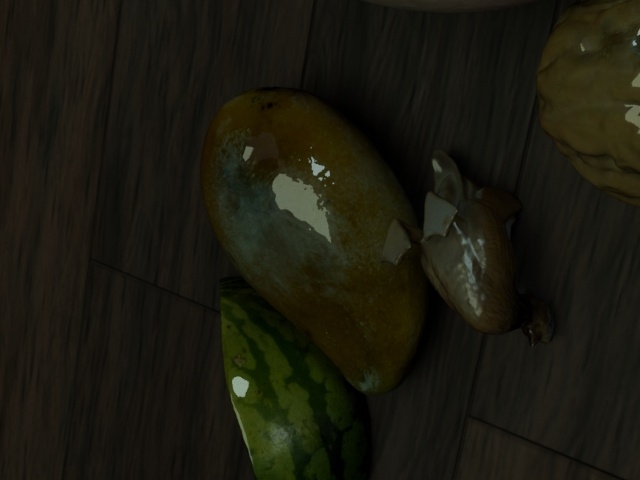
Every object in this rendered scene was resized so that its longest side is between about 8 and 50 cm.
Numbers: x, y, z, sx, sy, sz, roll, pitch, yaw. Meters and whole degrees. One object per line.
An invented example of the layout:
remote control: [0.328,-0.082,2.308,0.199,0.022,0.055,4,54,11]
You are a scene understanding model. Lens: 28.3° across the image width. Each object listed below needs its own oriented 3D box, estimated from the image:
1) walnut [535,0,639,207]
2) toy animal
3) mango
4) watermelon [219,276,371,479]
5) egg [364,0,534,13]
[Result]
walnut: [0.278,-0.118,0.958,0.245,0.198,0.198,2,99,27]
toy animal: [0.142,0.005,1.130,0.089,0.179,0.188,-35,41,34]
mango: [0.000,0.000,1.198,0.193,0.146,0.316,-28,89,42]
watermelon: [-0.018,0.175,1.284,0.128,0.159,0.303,-15,91,-3]
egg: [0.138,-0.326,0.930,0.339,0.354,0.355,23,111,17]
